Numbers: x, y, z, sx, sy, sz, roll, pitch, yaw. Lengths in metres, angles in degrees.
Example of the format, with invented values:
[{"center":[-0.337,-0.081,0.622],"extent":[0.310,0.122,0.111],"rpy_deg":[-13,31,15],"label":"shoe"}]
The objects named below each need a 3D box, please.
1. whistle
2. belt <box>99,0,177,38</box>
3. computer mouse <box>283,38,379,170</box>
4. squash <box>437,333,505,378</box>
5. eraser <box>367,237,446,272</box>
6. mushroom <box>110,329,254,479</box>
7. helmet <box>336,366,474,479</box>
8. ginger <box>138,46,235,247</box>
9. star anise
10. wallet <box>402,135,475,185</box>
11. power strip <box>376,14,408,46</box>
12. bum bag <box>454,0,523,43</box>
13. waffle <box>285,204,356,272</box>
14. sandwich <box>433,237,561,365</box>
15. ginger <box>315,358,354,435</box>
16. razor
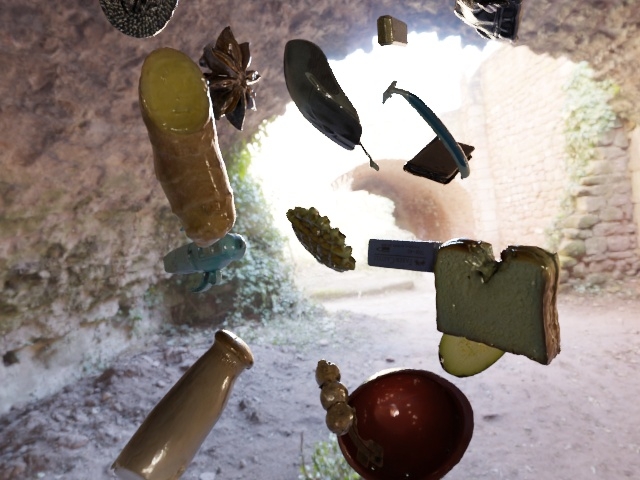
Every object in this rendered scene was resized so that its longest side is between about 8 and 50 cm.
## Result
[{"center":[-0.304,0.037,1.157],"extent":[0.274,0.186,0.093],"rpy_deg":[-14,-7,28],"label":"whistle"},{"center":[-0.495,-0.689,1.212],"extent":[0.207,0.257,0.150],"rpy_deg":[16,16,-29],"label":"belt"},{"center":[0.013,-0.309,1.064],"extent":[0.090,0.379,0.167],"rpy_deg":[-35,-4,-15],"label":"computer mouse"},{"center":[0.550,0.398,1.625],"extent":[0.237,0.204,0.155],"rpy_deg":[37,18,9],"label":"squash"},{"center":[0.227,0.039,1.185],"extent":[0.225,0.082,0.036],"rpy_deg":[4,2,41],"label":"eraser"},{"center":[-0.309,0.401,1.037],"extent":[0.407,0.137,0.154],"rpy_deg":[-53,22,-19],"label":"mushroom"},{"center":[0.243,0.510,1.318],"extent":[0.385,0.337,0.230],"rpy_deg":[-40,-2,9],"label":"helmet"},{"center":[-0.237,-0.155,0.797],"extent":[0.126,0.354,0.190],"rpy_deg":[-18,33,-24],"label":"ginger"},{"center":[-0.305,-0.537,1.495],"extent":[0.118,0.331,0.332],"rpy_deg":[11,10,25],"label":"star anise"},{"center":[0.278,-0.189,1.027],"extent":[0.110,0.031,0.198],"rpy_deg":[25,40,23],"label":"wallet"},{"center":[0.254,-0.719,1.550],"extent":[0.066,0.092,0.387],"rpy_deg":[1,21,20],"label":"power strip"},{"center":[0.282,-0.429,0.734],"extent":[0.137,0.074,0.310],"rpy_deg":[36,0,18],"label":"bum bag"},{"center":[-0.002,0.002,1.167],"extent":[0.054,0.223,0.204],"rpy_deg":[-44,21,-24],"label":"waffle"},{"center":[0.387,0.120,1.001],"extent":[0.095,0.249,0.273],"rpy_deg":[-21,21,-40],"label":"sandwich"},{"center":[0.037,0.420,1.195],"extent":[0.080,0.104,0.204],"rpy_deg":[-11,36,-8],"label":"ginger"},{"center":[0.173,-0.172,0.688],"extent":[0.037,0.191,0.068],"rpy_deg":[-39,12,41],"label":"razor"}]
